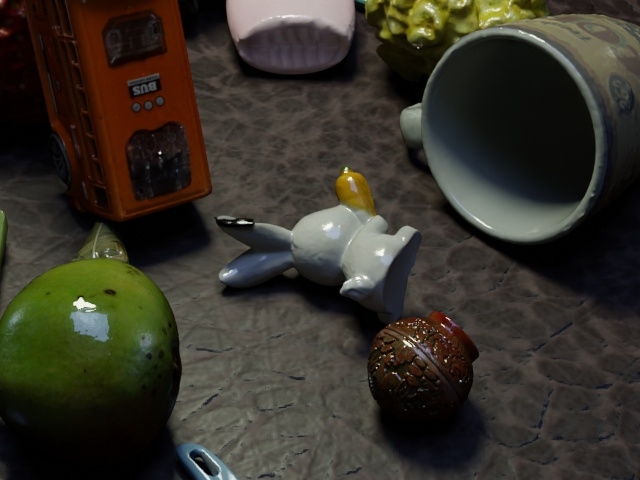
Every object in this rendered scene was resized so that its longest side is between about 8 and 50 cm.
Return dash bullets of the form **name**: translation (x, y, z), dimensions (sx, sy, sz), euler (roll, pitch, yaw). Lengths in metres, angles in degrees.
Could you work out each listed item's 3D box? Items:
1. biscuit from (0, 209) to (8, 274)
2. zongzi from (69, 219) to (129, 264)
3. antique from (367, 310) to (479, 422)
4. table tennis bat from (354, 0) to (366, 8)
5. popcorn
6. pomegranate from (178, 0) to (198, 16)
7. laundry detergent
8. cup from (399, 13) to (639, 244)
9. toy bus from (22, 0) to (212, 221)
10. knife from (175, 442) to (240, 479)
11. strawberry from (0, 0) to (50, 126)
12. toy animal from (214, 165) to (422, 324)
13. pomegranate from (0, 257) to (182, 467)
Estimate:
- **biscuit**: translation (-0.353, 0.081, 1.253), dimensions (0.099, 0.038, 0.322), euler (-1, 41, -2)
- **zongzi**: translation (-0.234, 0.017, 1.349), dimensions (0.083, 0.040, 0.076), euler (-20, 39, -3)
- **antique**: translation (0.089, 0.117, 1.225), dimensions (0.104, 0.104, 0.104), euler (4, 42, -3)
- **table tennis bat**: translation (0.105, -0.316, 1.763), dimensions (0.124, 0.033, 0.201), euler (-22, 44, -26)
- **popcorn**: translation (0.159, -0.266, 1.594), dimensions (0.218, 0.189, 0.169), euler (12, 77, -4)
- **pomegranate**: translation (-0.198, -0.407, 1.680), dimensions (0.254, 0.254, 0.270), euler (-6, 72, -13)
- **laundry detergent**: translation (-0.042, -0.336, 1.725), dimensions (0.159, 0.087, 0.335), euler (-1, 41, -5)
- **cup**: translation (0.241, -0.136, 1.483), dimensions (0.301, 0.227, 0.257), euler (3, 17, 42)
- **toy bus**: translation (-0.207, -0.192, 1.354), dimensions (0.143, 0.329, 0.153), euler (-17, 20, -25)
- **knife**: translation (-0.018, 0.267, 1.109), dimensions (0.044, 0.019, 0.313), euler (-24, 52, -33)
- **strawberry**: translation (-0.350, -0.271, 1.471), dimensions (0.344, 0.292, 0.292), euler (-1, 42, -4)
- **toy animal**: translation (0.000, 0.000, 1.334), dimensions (0.182, 0.131, 0.127), euler (20, 21, 29)
- **pomegranate**: translation (-0.222, 0.101, 1.154), dimensions (0.210, 0.180, 0.180), euler (7, 41, 10)
